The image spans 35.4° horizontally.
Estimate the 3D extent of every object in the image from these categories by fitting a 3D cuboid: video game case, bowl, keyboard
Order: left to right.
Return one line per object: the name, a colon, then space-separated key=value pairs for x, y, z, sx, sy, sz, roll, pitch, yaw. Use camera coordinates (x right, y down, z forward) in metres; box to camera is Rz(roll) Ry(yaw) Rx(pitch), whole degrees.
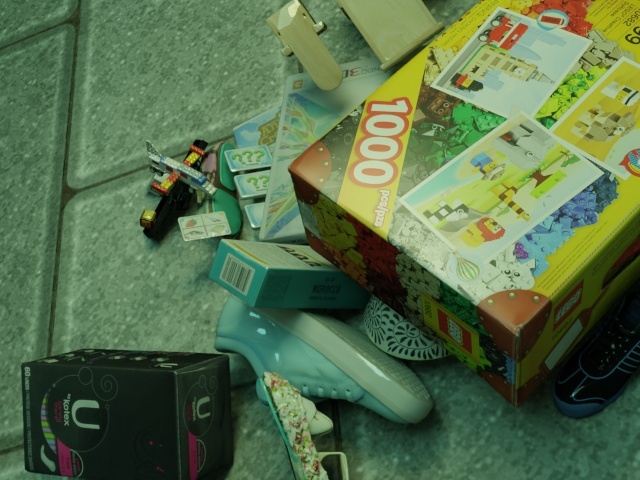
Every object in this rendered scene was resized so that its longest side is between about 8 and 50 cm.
keyboard: x=-0.238 y=-0.082 z=1.713 sx=0.192 sy=0.038 sz=0.100 roll=-61 pitch=18 yaw=0
video game case: x=-0.036 y=-0.169 z=1.702 sx=0.212 sy=0.023 sz=0.193 roll=-26 pitch=51 yaw=9
video game case: x=0.062 y=-0.151 z=1.557 sx=0.299 sy=0.036 sz=0.329 roll=-8 pitch=56 yaw=25
bowl: x=0.139 y=0.076 z=1.378 sx=0.170 sy=0.080 sz=0.170 roll=-6 pitch=39 yaw=5

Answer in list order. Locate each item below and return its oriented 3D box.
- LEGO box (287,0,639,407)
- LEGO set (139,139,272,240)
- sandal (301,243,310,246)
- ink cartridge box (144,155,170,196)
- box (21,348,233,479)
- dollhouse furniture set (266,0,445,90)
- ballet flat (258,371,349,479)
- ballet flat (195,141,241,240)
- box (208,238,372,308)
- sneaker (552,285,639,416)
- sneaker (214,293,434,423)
LEGO box: x=0.269 y=-0.099 z=1.299 sx=0.372 sy=0.193 sz=0.500 roll=37 pitch=68 yaw=29
LEGO set: x=-0.176 y=-0.088 z=1.598 sx=0.244 sy=0.060 sz=0.182 roll=-10 pitch=52 yaw=-16
sandal: x=0.000 y=0.000 z=1.567 sx=0.179 sy=0.040 sz=0.067 roll=-29 pitch=54 yaw=-12
ink cartridge box: x=-0.281 y=-0.110 z=1.768 sx=0.083 sy=0.028 sz=0.048 roll=-33 pitch=31 yaw=63
box: x=-0.276 y=0.247 z=1.429 sx=0.270 sy=0.143 sz=0.165 roll=-2 pitch=93 yaw=26
dollhouse furniture set: x=0.097 y=-0.373 z=1.681 sx=0.303 sy=0.355 sz=0.174 roll=-35 pitch=93 yaw=10
ballet flat: x=-0.009 y=0.279 z=1.320 sx=0.077 sy=0.091 sz=0.241 roll=-19 pitch=82 yaw=-5
ballet flat: x=-0.176 y=-0.071 z=1.685 sx=0.079 sy=0.077 sz=0.222 roll=-32 pitch=43 yaw=29
box: x=-0.033 y=0.050 z=1.414 sx=0.100 sy=0.244 sz=0.060 roll=30 pitch=105 yaw=38
sneaker: x=0.377 y=0.122 z=1.254 sx=0.232 sy=0.090 sz=0.081 roll=-41 pitch=50 yaw=-4
sneaker: x=-0.006 y=0.185 z=1.403 sx=0.366 sy=0.135 sz=0.150 roll=30 pitch=97 yaw=38
